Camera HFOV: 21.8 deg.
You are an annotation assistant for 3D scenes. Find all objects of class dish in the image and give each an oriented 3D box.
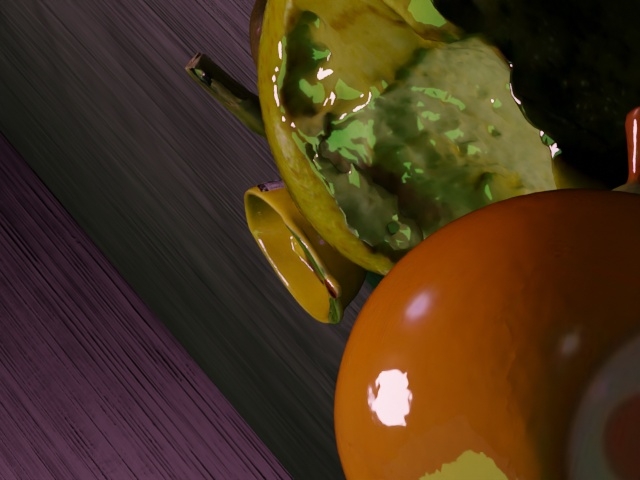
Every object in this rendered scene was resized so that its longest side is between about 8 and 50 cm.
[{"bbox_3d":[0.000,0.000,1.619,0.208,0.080,0.149,35,153,57],"label":"dish"}]

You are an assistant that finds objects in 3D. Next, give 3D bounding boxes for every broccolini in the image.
[{"bbox_3d":[0.002,-0.100,1.190,0.271,0.062,0.123,20,-154,-45],"label":"broccolini"}]

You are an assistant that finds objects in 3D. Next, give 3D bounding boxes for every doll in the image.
[{"bbox_3d":[0.118,0.044,0.695,0.213,0.236,0.213,14,169,3],"label":"doll"}]

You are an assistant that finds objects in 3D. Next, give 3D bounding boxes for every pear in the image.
[{"bbox_3d":[0.047,-0.100,0.867,0.238,0.164,0.255,51,143,-7],"label":"pear"}]

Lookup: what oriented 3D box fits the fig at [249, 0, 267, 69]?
[{"bbox_3d":[0.010,-0.159,1.110,0.126,0.133,0.185,41,-164,-38],"label":"fig"}]
